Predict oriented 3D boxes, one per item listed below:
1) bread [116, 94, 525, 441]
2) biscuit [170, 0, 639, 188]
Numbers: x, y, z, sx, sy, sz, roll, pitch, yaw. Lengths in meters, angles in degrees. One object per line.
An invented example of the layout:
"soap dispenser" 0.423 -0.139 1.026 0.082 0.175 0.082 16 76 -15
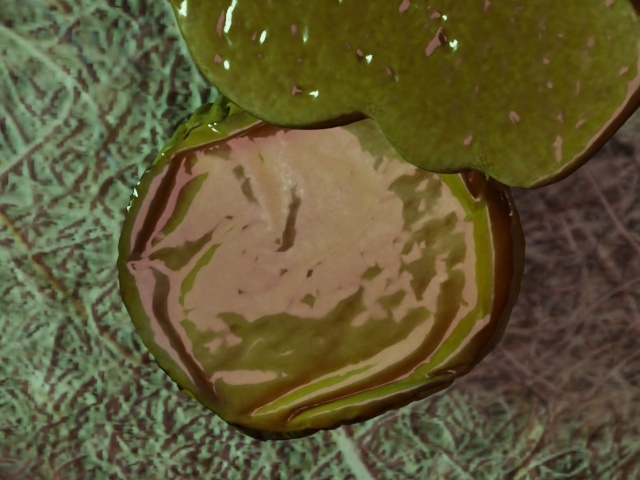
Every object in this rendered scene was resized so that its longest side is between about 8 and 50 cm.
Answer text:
"bread" 0.000 0.001 0.545 0.199 0.104 0.199 -1 110 -2
"biscuit" 0.001 -0.137 0.417 0.295 0.044 0.186 44 114 5
